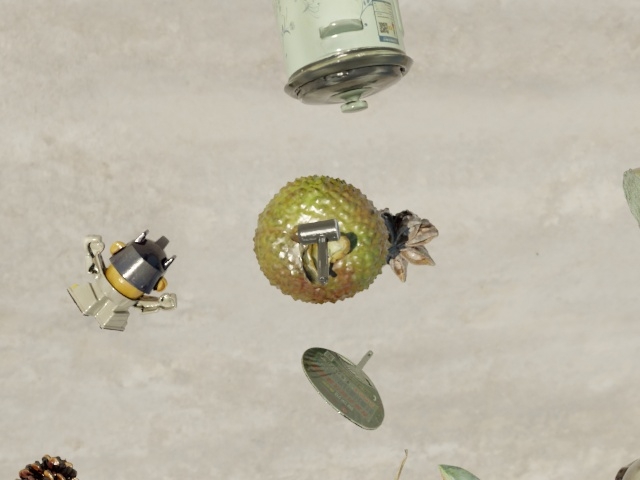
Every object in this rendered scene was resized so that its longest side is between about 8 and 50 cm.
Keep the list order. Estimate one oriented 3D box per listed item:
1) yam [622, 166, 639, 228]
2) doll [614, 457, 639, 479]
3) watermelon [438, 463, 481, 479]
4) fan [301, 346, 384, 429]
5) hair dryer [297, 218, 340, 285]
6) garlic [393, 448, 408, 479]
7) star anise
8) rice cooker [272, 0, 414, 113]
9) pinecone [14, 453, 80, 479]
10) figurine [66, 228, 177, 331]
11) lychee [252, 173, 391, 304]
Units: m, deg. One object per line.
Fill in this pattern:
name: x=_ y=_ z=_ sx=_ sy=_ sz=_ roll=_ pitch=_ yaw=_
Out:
yam: x=0.486 y=-0.054 z=0.860 sx=0.194 sy=0.107 sz=0.107 roll=-6 pitch=133 yaw=11
doll: x=0.561 y=0.421 z=1.013 sx=0.370 sy=0.226 sz=0.215 roll=33 pitch=82 yaw=-30
watermelon: x=0.285 y=0.500 z=1.309 sx=0.081 sy=0.180 sz=0.094 roll=-6 pitch=156 yaw=-44
fan: x=0.047 y=0.295 z=1.552 sx=0.223 sy=0.294 sz=0.012 roll=31 pitch=114 yaw=-19
hair dryer: x=0.000 y=0.015 z=0.775 sx=0.047 sy=0.083 sz=0.026 roll=-10 pitch=145 yaw=9
garlic: x=0.151 y=0.543 z=1.308 sx=0.207 sy=0.207 sz=0.256 roll=35 pitch=89 yaw=-37
star anise: x=0.191 y=-0.002 z=1.816 sx=0.236 sy=0.109 sz=0.223 roll=9 pitch=130 yaw=3
rice cooker: x=0.042 y=-0.401 z=1.389 sx=0.264 sy=0.316 sz=0.316 roll=-11 pitch=132 yaw=-2
pinecone: x=-0.422 y=0.383 z=1.045 sx=0.109 sy=0.102 sz=0.102 roll=-31 pitch=144 yaw=-40
figurine: x=-0.517 y=0.105 z=1.869 sx=0.308 sy=0.143 sz=0.308 roll=-11 pitch=126 yaw=-15
lychee: x=0.000 y=0.001 z=1.366 sx=0.270 sy=0.270 sz=0.320 roll=-22 pitch=157 yaw=2
